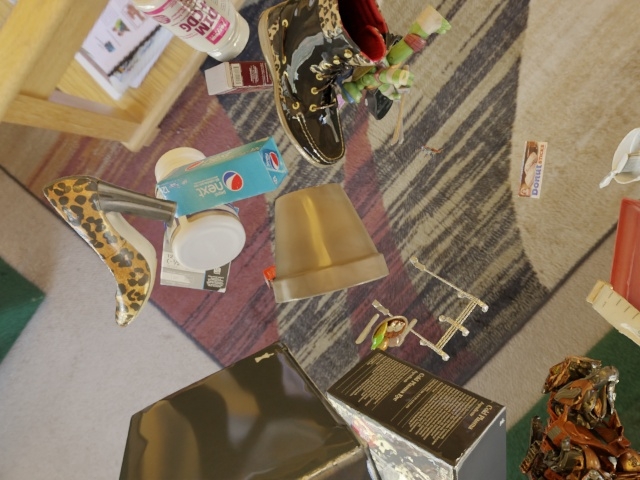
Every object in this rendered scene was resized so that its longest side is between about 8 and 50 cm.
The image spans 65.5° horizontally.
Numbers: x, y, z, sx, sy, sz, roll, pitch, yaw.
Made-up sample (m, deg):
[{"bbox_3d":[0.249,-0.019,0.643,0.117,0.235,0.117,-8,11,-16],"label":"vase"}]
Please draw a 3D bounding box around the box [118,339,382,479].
[{"bbox_3d":[-0.025,0.354,0.511,0.212,0.293,0.395,-24,100,-13],"label":"box"}]

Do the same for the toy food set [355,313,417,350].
[{"bbox_3d":[0.209,0.279,1.478,0.132,0.192,0.038,-60,42,21],"label":"toy food set"}]

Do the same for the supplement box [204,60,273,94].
[{"bbox_3d":[-0.190,-0.466,1.421,0.130,0.240,0.073,9,110,52],"label":"supplement box"}]

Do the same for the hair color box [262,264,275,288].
[{"bbox_3d":[-0.120,0.103,1.675,0.141,0.072,0.043,-27,62,-13],"label":"hair color box"}]

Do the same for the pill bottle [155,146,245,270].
[{"bbox_3d":[-0.274,-0.076,1.090,0.153,0.153,0.264,-37,54,12],"label":"pill bottle"}]

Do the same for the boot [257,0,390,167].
[{"bbox_3d":[0.021,-0.352,1.058,0.284,0.138,0.377,-2,108,54],"label":"boot"}]

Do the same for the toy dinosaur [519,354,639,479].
[{"bbox_3d":[0.283,0.290,0.500,0.165,0.218,0.321,-12,91,-15],"label":"toy dinosaur"}]

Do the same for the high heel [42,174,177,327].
[{"bbox_3d":[-0.354,0.023,0.792,0.186,0.093,0.261,15,114,-22],"label":"high heel"}]

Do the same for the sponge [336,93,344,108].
[{"bbox_3d":[-0.009,-0.371,1.513,0.031,0.210,0.117,37,78,-21],"label":"sponge"}]

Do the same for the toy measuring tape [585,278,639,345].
[{"bbox_3d":[0.462,0.152,0.589,0.122,0.330,0.121,-4,116,-8],"label":"toy measuring tape"}]

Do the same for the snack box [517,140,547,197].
[{"bbox_3d":[0.681,-0.228,1.598,0.064,0.022,0.178,6,99,7],"label":"snack box"}]

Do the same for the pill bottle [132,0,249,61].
[{"bbox_3d":[-0.319,-0.583,1.260,0.160,0.283,0.160,-6,77,29],"label":"pill bottle"}]

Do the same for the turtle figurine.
[{"bbox_3d":[0.197,-0.373,1.136,0.266,0.198,0.274,-47,65,17],"label":"turtle figurine"}]

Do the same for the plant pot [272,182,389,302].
[{"bbox_3d":[0.000,0.000,1.377,0.323,0.323,0.280,-14,88,11],"label":"plant pot"}]

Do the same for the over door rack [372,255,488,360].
[{"bbox_3d":[0.387,0.237,1.754,0.324,0.108,0.239,36,82,32],"label":"over door rack"}]

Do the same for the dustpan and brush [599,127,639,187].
[{"bbox_3d":[0.875,-0.209,1.446,0.060,0.211,0.147,-1,66,11],"label":"dustpan and brush"}]

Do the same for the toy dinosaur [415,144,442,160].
[{"bbox_3d":[0.393,-0.322,1.797,0.090,0.082,0.047,-20,134,15],"label":"toy dinosaur"}]

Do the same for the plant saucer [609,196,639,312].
[{"bbox_3d":[0.645,0.056,0.972,0.048,0.258,0.258,4,102,10],"label":"plant saucer"}]

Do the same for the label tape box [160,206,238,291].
[{"bbox_3d":[-0.454,0.023,1.855,0.249,0.115,0.347,9,128,-11],"label":"label tape box"}]

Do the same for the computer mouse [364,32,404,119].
[{"bbox_3d":[0.178,-0.471,1.420,0.060,0.262,0.184,33,86,20],"label":"computer mouse"}]

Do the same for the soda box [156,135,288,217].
[{"bbox_3d":[-0.166,-0.105,0.838,0.210,0.067,0.071,-12,118,25],"label":"soda box"}]

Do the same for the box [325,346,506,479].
[{"bbox_3d":[0.203,0.454,1.040,0.313,0.179,0.343,15,126,44],"label":"box"}]
